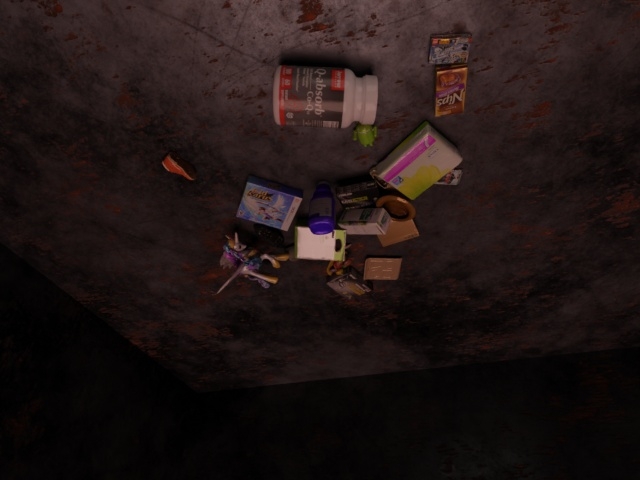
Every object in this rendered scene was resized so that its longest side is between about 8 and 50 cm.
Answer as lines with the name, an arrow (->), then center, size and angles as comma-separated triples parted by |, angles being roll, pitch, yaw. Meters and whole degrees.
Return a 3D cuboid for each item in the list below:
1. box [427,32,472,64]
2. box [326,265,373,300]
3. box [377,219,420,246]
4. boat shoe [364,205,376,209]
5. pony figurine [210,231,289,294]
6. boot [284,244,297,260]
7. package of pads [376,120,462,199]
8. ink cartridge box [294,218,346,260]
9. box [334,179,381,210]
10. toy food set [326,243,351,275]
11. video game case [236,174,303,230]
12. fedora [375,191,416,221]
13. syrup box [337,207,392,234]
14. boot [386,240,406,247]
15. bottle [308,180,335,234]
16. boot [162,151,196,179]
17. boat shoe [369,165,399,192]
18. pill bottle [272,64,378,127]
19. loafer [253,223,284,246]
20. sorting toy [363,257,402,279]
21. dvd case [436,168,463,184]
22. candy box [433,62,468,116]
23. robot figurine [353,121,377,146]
box -> 0.452, -0.672, 1.478 | 0.137, 0.027, 0.093 | -1, 139, 4
box -> 0.175, 0.258, 2.498 | 0.183, 0.056, 0.231 | -28, 129, 29
box -> 0.380, -0.061, 2.136 | 0.201, 0.021, 0.164 | -18, 119, 23
boat shoe -> 0.309, -0.135, 2.051 | 0.206, 0.064, 0.075 | -6, 137, 10
pony figurine -> -0.398, 0.127, 2.232 | 0.364, 0.302, 0.351 | 24, 125, -27
boot -> -0.066, 0.072, 2.292 | 0.209, 0.076, 0.189 | -31, 114, 23
package of pads -> 0.423, -0.328, 1.798 | 0.229, 0.101, 0.296 | 29, 129, -26
ink cartridge box -> 0.000, 0.000, 2.140 | 0.256, 0.097, 0.188 | 4, 118, 3
box -> 0.179, -0.206, 1.951 | 0.191, 0.045, 0.184 | -9, 160, 12
toy food set -> 0.114, 0.128, 2.303 | 0.128, 0.071, 0.217 | -23, 150, -32
video game case -> -0.249, -0.175, 2.038 | 0.270, 0.061, 0.244 | 15, 136, -14
fedora -> 0.355, -0.166, 1.955 | 0.195, 0.079, 0.194 | 15, 150, 9
syrup box -> 0.211, -0.091, 2.015 | 0.237, 0.093, 0.096 | 1, 146, 44
boot -> 0.405, 0.002, 2.221 | 0.114, 0.037, 0.106 | -1, 138, 0
bottle -> 0.009, -0.152, 1.885 | 0.118, 0.282, 0.092 | -8, 136, 10
boot -> -0.638, -0.323, 1.902 | 0.085, 0.059, 0.158 | -27, 122, 33
boat shoe -> 0.296, -0.260, 1.907 | 0.190, 0.072, 0.068 | 27, 131, -26
pill bottle -> 0.016, -0.520, 1.534 | 0.364, 0.210, 0.210 | 2, 138, 0
loafer -> -0.267, -0.031, 2.187 | 0.076, 0.078, 0.223 | -51, 143, 0
sorting toy -> 0.352, 0.157, 2.398 | 0.209, 0.038, 0.192 | -2, 138, -1
dvd case -> 0.574, -0.290, 1.905 | 0.120, 0.013, 0.087 | 2, 138, -1
candy box -> 0.485, -0.564, 1.579 | 0.109, 0.053, 0.186 | -6, 139, 8
robot figurine -> 0.184, -0.439, 1.719 | 0.101, 0.067, 0.115 | -2, 139, 23
